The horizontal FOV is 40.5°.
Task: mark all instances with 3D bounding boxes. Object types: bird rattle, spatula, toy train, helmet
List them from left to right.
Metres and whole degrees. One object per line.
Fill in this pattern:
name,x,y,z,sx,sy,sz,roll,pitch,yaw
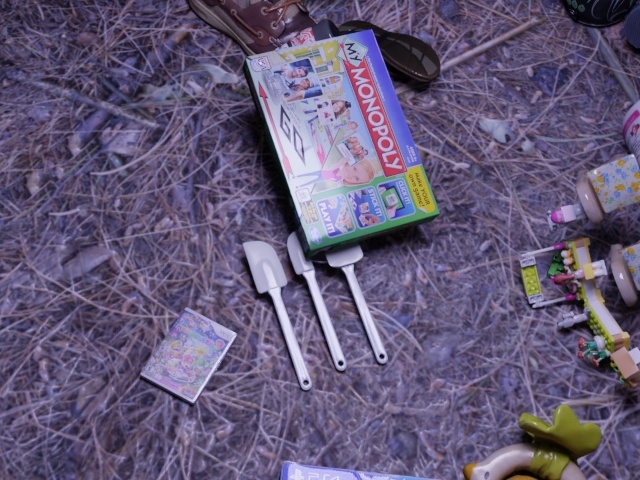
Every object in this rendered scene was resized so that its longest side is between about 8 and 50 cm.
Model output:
spatula,0.001,0.087,1.278,0.168,0.019,0.242,-15,69,-16
bird rattle,0.300,0.353,1.143,0.207,0.143,0.253,-15,74,-3
toy train,0.384,0.029,1.388,0.024,0.017,0.083,22,58,18
helmet,0.542,-0.509,1.648,0.169,0.161,0.169,0,55,0

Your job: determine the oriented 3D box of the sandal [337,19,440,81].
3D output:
sandal,0.119,-0.330,1.553,0.219,0.060,0.090,26,51,25

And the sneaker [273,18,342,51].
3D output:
sneaker,0.007,-0.217,1.452,0.145,0.090,0.270,-23,91,21

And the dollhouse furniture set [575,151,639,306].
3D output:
dollhouse furniture set,0.588,0.022,1.171,0.362,0.256,0.394,-23,96,22

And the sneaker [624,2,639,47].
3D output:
sneaker,0.738,-0.390,1.622,0.319,0.112,0.131,22,33,15

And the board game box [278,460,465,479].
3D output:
board game box,0.050,0.431,1.019,0.232,0.141,0.291,8,58,-3

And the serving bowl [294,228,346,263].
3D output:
serving bowl,0.000,0.000,1.342,0.083,0.027,0.083,3,66,-8

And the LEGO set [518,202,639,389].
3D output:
LEGO set,0.377,0.095,1.293,0.107,0.132,0.287,-14,72,-3

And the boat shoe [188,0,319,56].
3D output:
boat shoe,-0.091,-0.397,1.520,0.342,0.123,0.123,38,61,14

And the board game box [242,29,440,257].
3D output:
board game box,0.029,-0.154,1.328,0.214,0.046,0.317,-16,79,-14

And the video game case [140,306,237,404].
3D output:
video game case,-0.185,0.162,1.229,0.087,0.011,0.122,26,58,9

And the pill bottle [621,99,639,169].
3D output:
pill bottle,0.615,-0.104,1.418,0.160,0.160,0.283,-4,60,-11
